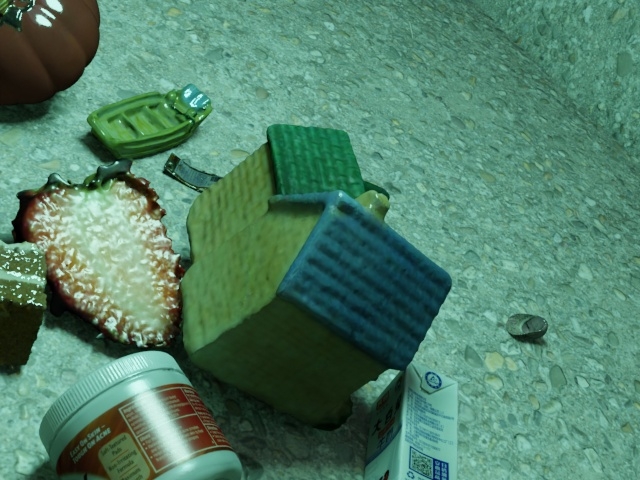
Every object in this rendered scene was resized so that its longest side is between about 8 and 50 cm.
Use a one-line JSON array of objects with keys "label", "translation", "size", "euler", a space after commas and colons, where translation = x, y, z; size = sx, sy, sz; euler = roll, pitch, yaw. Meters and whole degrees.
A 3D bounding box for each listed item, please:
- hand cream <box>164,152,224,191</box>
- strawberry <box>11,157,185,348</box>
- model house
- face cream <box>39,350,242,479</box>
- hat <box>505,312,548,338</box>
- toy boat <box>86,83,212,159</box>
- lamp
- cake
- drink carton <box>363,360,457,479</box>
[{"label": "hand cream", "translation": [-0.220, -0.118, 1.769], "size": [0.163, 0.039, 0.062], "euler": [23, 39, -6]}, {"label": "strawberry", "translation": [-0.342, 0.041, 1.437], "size": [0.233, 0.137, 0.306], "euler": [-19, 85, -27]}, {"label": "model house", "translation": [-0.001, 0.027, 1.434], "size": [0.334, 0.342, 0.382], "euler": [36, 26, -39]}, {"label": "face cream", "translation": [-0.226, 0.273, 1.169], "size": [0.201, 0.201, 0.187], "euler": [-12, 55, -45]}, {"label": "hat", "translation": [0.430, 0.184, 1.923], "size": [0.087, 0.042, 0.058], "euler": [-11, 42, -1]}, {"label": "toy boat", "translation": [-0.329, -0.225, 1.768], "size": [0.111, 0.084, 0.276], "euler": [45, 41, 11]}, {"label": "lamp", "translation": [-0.540, -0.382, 1.625], "size": [0.303, 0.257, 0.303], "euler": [-3, 62, 5]}, {"label": "cake", "translation": [-0.458, 0.079, 1.279], "size": [0.135, 0.134, 0.147], "euler": [12, 32, -28]}, {"label": "drink carton", "translation": [0.140, 0.346, 1.429], "size": [0.106, 0.130, 0.315], "euler": [28, 35, -11]}]
